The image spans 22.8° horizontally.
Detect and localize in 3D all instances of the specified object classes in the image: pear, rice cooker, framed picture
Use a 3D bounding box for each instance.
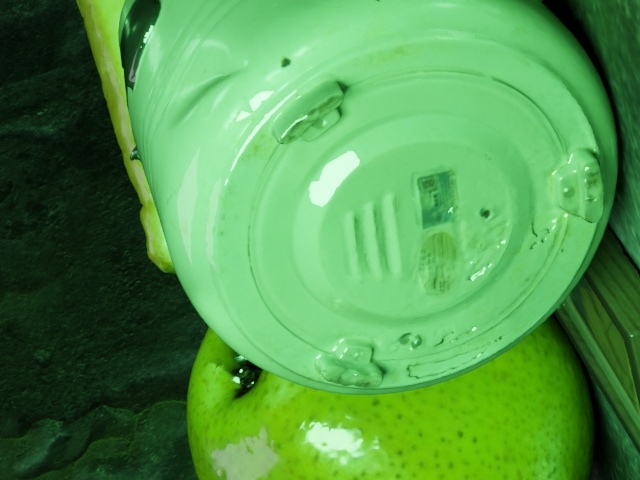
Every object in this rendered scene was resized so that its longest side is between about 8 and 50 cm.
[{"bbox_3d":[0.045,0.122,1.082,0.294,0.294,0.294,158,90,-88],"label":"pear"},{"bbox_3d":[0.019,-0.062,0.777,0.244,0.226,0.226,-118,6,-60],"label":"rice cooker"},{"bbox_3d":[0.153,0.040,0.857,0.168,0.023,0.128,-114,3,-51],"label":"framed picture"}]

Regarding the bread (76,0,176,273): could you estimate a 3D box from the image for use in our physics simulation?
[{"bbox_3d":[-0.046,-0.176,1.071,0.245,0.233,0.361,-113,5,-88],"label":"bread"}]
